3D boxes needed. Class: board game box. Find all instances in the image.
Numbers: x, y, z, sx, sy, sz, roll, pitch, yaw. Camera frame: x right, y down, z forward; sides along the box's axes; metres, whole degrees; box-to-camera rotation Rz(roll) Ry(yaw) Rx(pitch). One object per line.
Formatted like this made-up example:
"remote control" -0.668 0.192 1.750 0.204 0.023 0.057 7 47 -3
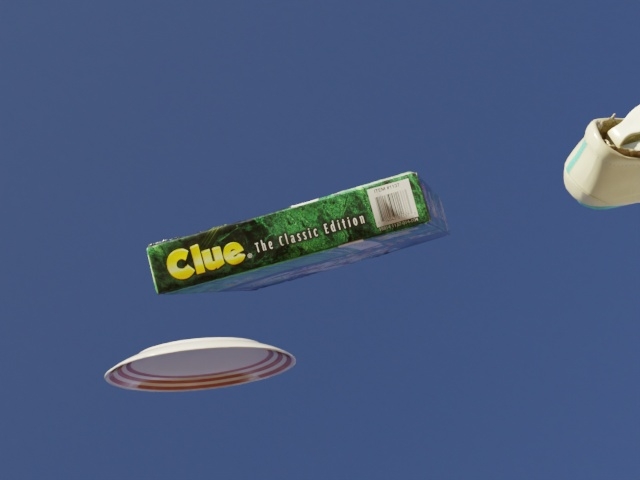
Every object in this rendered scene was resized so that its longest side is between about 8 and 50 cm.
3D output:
"board game box" 0.000 0.000 0.830 0.136 0.260 0.030 -13 -93 6

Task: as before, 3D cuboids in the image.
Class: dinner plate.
"dinner plate" -0.089 0.090 1.115 0.141 0.141 0.017 -1 -106 -19

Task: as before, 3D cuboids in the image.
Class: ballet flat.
"ballet flat" 0.302 -0.083 1.141 0.248 0.086 0.086 -14 -72 -16
